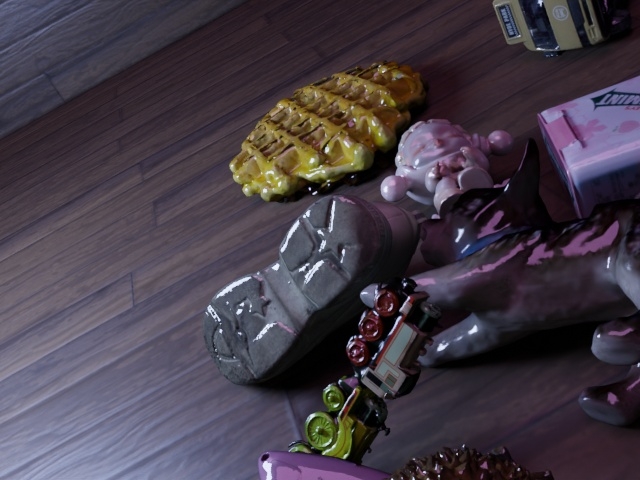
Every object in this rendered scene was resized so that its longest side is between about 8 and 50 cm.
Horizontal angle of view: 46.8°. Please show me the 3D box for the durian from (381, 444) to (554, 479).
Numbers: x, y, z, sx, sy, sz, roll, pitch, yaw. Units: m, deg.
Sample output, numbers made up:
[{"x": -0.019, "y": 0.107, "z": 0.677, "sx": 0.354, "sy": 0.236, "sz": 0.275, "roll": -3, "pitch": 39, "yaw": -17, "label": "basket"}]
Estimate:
[{"x": 0.095, "y": 0.241, "z": 0.511, "sx": 0.167, "sy": 0.196, "sz": 0.196, "roll": -5, "pitch": 39, "yaw": 19, "label": "durian"}]

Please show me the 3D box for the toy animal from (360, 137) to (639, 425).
[{"x": 0.255, "y": 0.012, "z": 0.792, "sx": 0.344, "sy": 0.194, "sz": 0.302, "roll": 12, "pitch": 57, "yaw": 44, "label": "toy animal"}]

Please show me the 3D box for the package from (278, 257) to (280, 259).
[{"x": 0.001, "y": 0.000, "z": 1.147, "sx": 0.108, "sy": 0.031, "sz": 0.121, "roll": -44, "pitch": 30, "yaw": -23, "label": "package"}]

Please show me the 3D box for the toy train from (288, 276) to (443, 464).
[{"x": 0.045, "y": 0.152, "z": 0.740, "sx": 0.085, "sy": 0.053, "sz": 0.249, "roll": 35, "pitch": 107, "yaw": 28, "label": "toy train"}]

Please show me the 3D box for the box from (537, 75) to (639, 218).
[{"x": 0.477, "y": -0.150, "z": 0.916, "sx": 0.370, "sy": 0.112, "sz": 0.190, "roll": -17, "pitch": 34, "yaw": 15, "label": "box"}]

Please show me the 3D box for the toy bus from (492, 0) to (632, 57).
[{"x": 0.464, "y": -0.487, "z": 1.336, "sx": 0.202, "sy": 0.177, "sz": 0.365, "roll": -5, "pitch": 36, "yaw": 39, "label": "toy bus"}]

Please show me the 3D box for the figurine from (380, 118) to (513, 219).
[{"x": 0.191, "y": -0.093, "z": 1.045, "sx": 0.182, "sy": 0.144, "sz": 0.256, "roll": -43, "pitch": 31, "yaw": 17, "label": "figurine"}]

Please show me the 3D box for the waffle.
[{"x": 0.008, "y": -0.216, "z": 1.397, "sx": 0.380, "sy": 0.095, "sz": 0.382, "roll": -13, "pitch": 33, "yaw": 28, "label": "waffle"}]

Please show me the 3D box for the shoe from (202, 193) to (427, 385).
[{"x": 0.002, "y": 0.067, "z": 0.965, "sx": 0.342, "sy": 0.132, "sz": 0.211, "roll": -44, "pitch": -21, "yaw": 31, "label": "shoe"}]

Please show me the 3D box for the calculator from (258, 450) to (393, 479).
[{"x": 0.037, "y": 0.294, "z": 0.634, "sx": 0.294, "sy": 0.043, "sz": 0.194, "roll": 14, "pitch": 57, "yaw": 26, "label": "calculator"}]
